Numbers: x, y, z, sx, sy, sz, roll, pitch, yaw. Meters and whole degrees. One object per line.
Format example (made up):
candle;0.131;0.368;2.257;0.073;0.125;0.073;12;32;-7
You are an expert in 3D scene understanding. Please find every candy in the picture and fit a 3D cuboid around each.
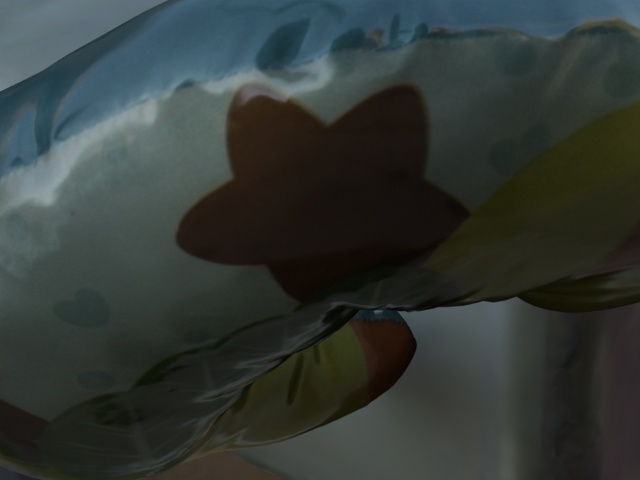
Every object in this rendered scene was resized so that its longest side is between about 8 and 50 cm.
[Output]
candy;-0.007;-0.031;0.687;0.208;0.358;0.145;-40;-45;-36

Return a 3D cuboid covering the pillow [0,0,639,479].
pillow;0.000;0.000;0.438;0.233;0.086;0.214;-26;-23;32
